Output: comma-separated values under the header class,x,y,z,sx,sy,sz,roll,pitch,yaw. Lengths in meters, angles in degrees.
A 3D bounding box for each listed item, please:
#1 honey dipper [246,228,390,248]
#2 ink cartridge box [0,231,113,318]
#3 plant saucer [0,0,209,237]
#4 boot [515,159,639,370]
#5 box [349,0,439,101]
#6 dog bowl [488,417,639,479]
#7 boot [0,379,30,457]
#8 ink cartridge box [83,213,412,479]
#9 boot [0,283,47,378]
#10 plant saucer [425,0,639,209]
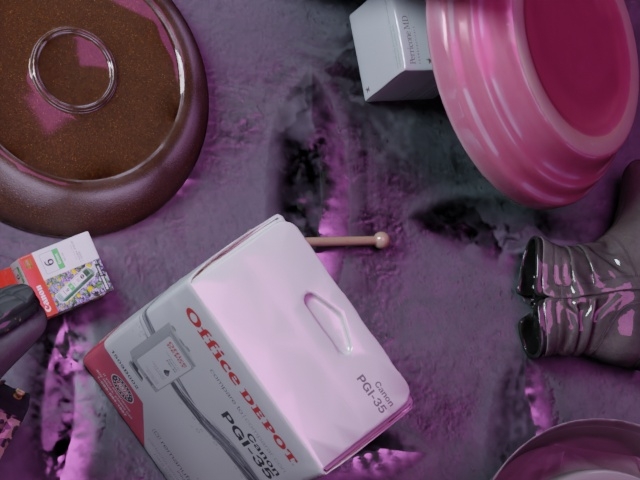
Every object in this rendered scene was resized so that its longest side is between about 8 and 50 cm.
class,x,y,z,sx,sy,sz,roll,pitch,yaw
honey dipper,0.000,0.000,1.947,0.160,0.030,0.030,-3,75,-29
ink cartridge box,-0.258,0.041,1.806,0.115,0.029,0.063,-23,87,-30
plant saucer,-0.244,-0.158,1.863,0.310,0.050,0.311,8,72,-24
boot,0.293,0.015,2.051,0.161,0.083,0.247,12,71,-19
box,0.094,-0.208,2.018,0.087,0.102,0.101,-4,76,-25
dog bowl,0.275,0.356,1.917,0.348,0.102,0.349,9,69,-24
boot,-0.335,0.091,1.722,0.178,0.085,0.236,30,72,-16
ink cartridge box,-0.072,0.123,1.723,0.117,0.283,0.207,-35,90,-30
boot,-0.315,0.212,1.633,0.338,0.118,0.223,-41,106,-2
plant saucer,0.236,-0.201,2.019,0.332,0.084,0.332,18,66,-47
